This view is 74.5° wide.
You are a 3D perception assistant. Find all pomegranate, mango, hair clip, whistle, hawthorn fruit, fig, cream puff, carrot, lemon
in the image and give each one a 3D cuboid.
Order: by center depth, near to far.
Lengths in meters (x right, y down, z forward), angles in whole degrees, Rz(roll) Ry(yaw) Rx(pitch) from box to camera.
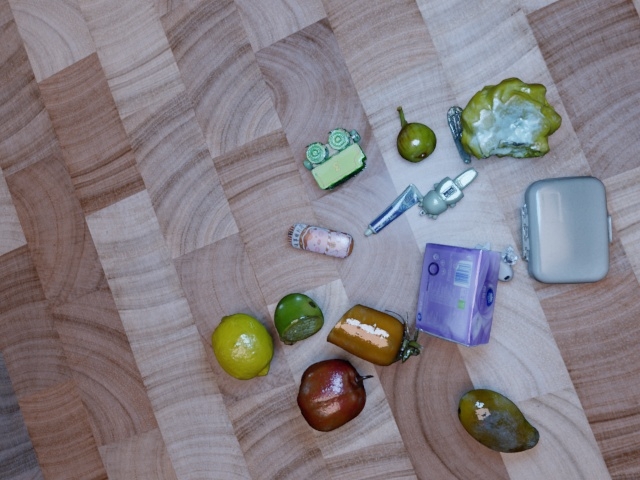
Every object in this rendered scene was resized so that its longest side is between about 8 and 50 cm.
[{"bbox_3d":[0.625,-0.412,1.441,0.323,0.270,0.274,2,110,1],"label":"cream puff"},{"bbox_3d":[0.647,0.663,1.532,0.316,0.146,0.193,31,98,-5],"label":"mango"},{"bbox_3d":[0.471,-0.178,1.565,0.253,0.106,0.101,-41,114,16],"label":"whistle"},{"bbox_3d":[0.066,0.564,1.577,0.300,0.254,0.254,-27,86,22],"label":"hawthorn fruit"},{"bbox_3d":[0.340,-0.382,1.580,0.142,0.148,0.186,-52,43,21],"label":"fig"},{"bbox_3d":[0.215,0.360,1.580,0.331,0.214,0.193,23,133,14],"label":"carrot"},{"bbox_3d":[0.527,-0.395,1.583,0.066,0.036,0.229,-12,83,6],"label":"hair clip"},{"bbox_3d":[-0.305,0.420,1.662,0.233,0.233,0.288,-39,87,9],"label":"lemon"},{"bbox_3d":[-0.092,0.305,1.666,0.189,0.241,0.159,-22,50,-11],"label":"pomegranate"}]

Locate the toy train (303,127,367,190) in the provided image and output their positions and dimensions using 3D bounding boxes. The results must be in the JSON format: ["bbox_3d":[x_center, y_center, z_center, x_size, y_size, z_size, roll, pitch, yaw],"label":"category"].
[{"bbox_3d":[0.061,-0.316,1.630,0.243,0.132,0.188,-31,90,12],"label":"toy train"}]

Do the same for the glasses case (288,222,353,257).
[{"bbox_3d":[0.000,0.000,1.675,0.266,0.067,0.103,11,92,10],"label":"glasses case"}]

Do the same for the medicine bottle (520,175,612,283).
[{"bbox_3d":[0.864,-0.035,1.481,0.282,0.123,0.375,-3,90,9],"label":"medicine bottle"}]

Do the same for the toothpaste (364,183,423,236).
[{"bbox_3d":[0.277,-0.107,1.634,0.268,0.047,0.069,-41,71,5],"label":"toothpaste"}]

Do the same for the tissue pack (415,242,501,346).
[{"bbox_3d":[0.488,0.188,1.502,0.242,0.160,0.338,11,95,52],"label":"tissue pack"}]

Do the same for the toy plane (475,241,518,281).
[{"bbox_3d":[0.638,0.081,1.550,0.174,0.080,0.174,6,106,22],"label":"toy plane"}]
